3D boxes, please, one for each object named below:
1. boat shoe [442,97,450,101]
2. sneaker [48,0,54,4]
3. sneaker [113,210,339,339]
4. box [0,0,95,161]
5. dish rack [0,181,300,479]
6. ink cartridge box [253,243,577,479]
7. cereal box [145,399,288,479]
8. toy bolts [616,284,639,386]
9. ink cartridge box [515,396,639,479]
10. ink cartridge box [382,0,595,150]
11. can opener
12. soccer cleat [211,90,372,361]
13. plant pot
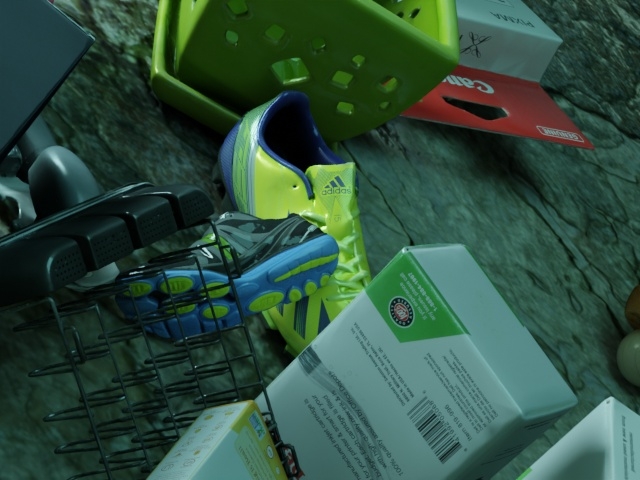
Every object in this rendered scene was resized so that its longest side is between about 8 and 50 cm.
[{"bbox_3d":[0.129,-0.167,1.872,0.046,0.038,0.125,26,26,17],"label":"boat shoe"},{"bbox_3d":[-0.289,-0.241,1.434,0.111,0.103,0.252,13,7,15],"label":"sneaker"},{"bbox_3d":[-0.077,0.022,1.363,0.188,0.067,0.078,-16,43,-28],"label":"sneaker"},{"bbox_3d":[-0.273,-0.051,1.147,0.103,0.184,0.261,37,32,-8],"label":"box"},{"bbox_3d":[-0.113,0.104,1.195,0.208,0.074,0.271,-28,104,-53],"label":"dish rack"},{"bbox_3d":[0.058,0.125,1.279,0.087,0.208,0.153,-5,56,-54],"label":"ink cartridge box"},{"bbox_3d":[-0.071,0.231,1.088,0.173,0.047,0.240,69,27,-17],"label":"cereal box"},{"bbox_3d":[0.402,0.127,1.777,0.228,0.158,0.218,36,-10,8],"label":"toy bolts"},{"bbox_3d":[0.258,0.277,1.322,0.273,0.198,0.115,34,31,-14],"label":"ink cartridge box"},{"bbox_3d":[0.132,-0.210,1.833,0.296,0.066,0.261,7,33,-36],"label":"ink cartridge box"},{"bbox_3d":[-0.225,-0.075,1.329,0.074,0.093,0.280,2,45,-46],"label":"can opener"},{"bbox_3d":[-0.001,-0.001,1.445,0.093,0.121,0.289,7,46,-44],"label":"soccer cleat"},{"bbox_3d":[-0.026,-0.205,1.585,0.228,0.207,0.227,28,34,-22],"label":"plant pot"}]
